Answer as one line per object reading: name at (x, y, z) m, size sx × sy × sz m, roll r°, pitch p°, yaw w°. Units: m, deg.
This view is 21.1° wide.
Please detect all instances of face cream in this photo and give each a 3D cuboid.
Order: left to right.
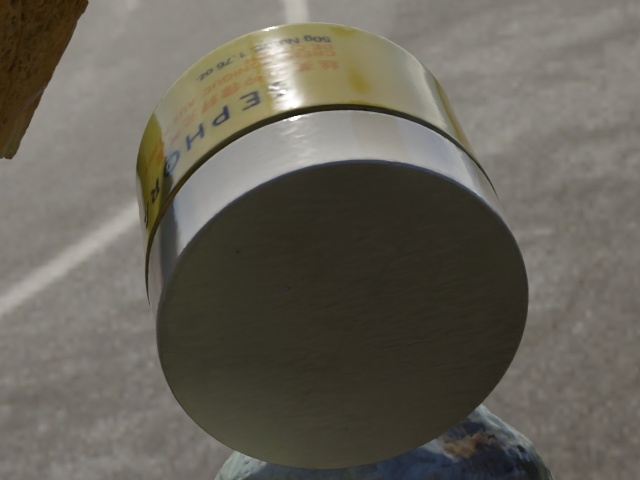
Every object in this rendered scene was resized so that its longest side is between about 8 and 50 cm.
face cream at (0.000, 0.000, 1.047) m, size 0.218 × 0.218 × 0.179 m, roll -9°, pitch 34°, yaw -5°

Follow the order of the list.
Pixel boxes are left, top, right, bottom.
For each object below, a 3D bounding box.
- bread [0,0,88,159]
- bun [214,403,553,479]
bread at (-0.347, -0.177, 1.731) m, size 0.109 × 0.380 × 0.185 m, roll 39°, pitch 26°, yaw 20°
bun at (0.053, 0.272, 1.579) m, size 0.362 × 0.362 × 0.211 m, roll -7°, pitch 39°, yaw 1°
